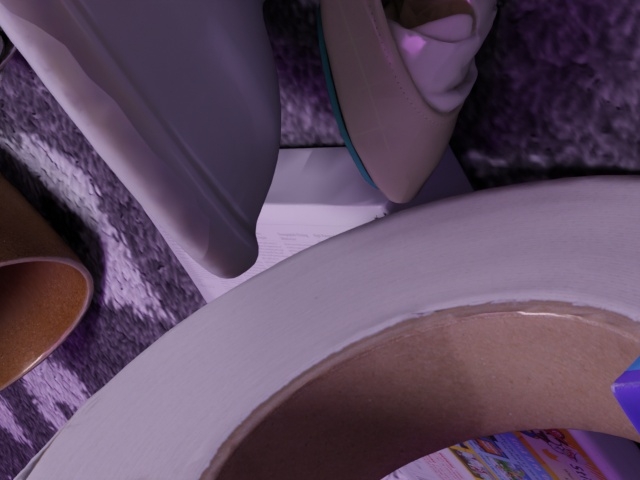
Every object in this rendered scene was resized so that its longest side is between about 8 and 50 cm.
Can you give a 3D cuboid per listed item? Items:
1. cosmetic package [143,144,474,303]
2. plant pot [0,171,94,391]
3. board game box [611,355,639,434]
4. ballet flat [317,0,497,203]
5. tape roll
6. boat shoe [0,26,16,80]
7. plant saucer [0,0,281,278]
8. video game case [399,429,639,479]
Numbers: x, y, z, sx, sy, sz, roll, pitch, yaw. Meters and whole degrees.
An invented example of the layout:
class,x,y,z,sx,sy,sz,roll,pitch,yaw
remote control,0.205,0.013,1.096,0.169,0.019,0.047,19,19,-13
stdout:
class,x,y,z,sx,sy,sz,roll,pitch,yaw
cosmetic package,0.000,0.000,0.835,0.239,0.060,0.099,4,133,54
plant pot,-0.347,-0.009,1.181,0.254,0.237,0.237,54,155,20
board game box,0.261,0.101,0.400,0.347,0.233,0.078,54,152,-9
ballet flat,0.032,-0.122,0.630,0.086,0.086,0.248,17,138,45
tape roll,0.050,0.111,0.553,0.392,0.392,0.072,13,136,48
boat shoe,-0.266,-0.139,0.991,0.103,0.113,0.302,50,152,10
plant saucer,-0.111,-0.174,0.614,0.400,0.100,0.400,56,180,1
video game case,0.105,0.123,0.807,0.206,0.026,0.227,10,149,47
